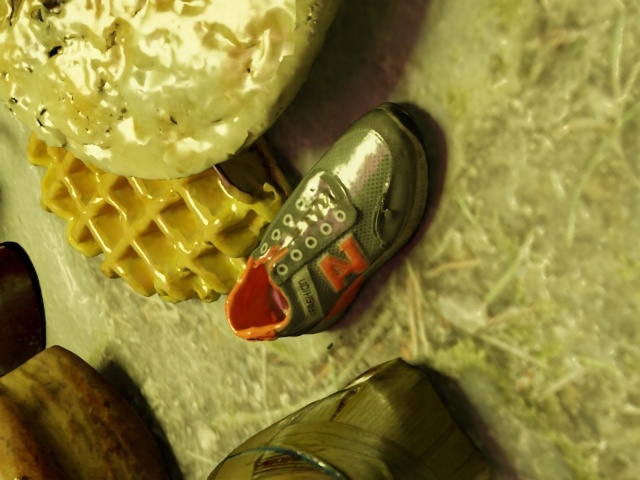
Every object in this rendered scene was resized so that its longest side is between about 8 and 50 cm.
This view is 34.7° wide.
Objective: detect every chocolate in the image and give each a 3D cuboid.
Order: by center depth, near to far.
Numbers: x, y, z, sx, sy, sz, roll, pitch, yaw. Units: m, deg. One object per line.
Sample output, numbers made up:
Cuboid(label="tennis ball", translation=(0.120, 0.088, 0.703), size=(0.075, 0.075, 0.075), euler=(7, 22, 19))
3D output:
Cuboid(label="chocolate", translation=(-0.333, 0.080, 0.994), size=(0.148, 0.080, 0.125), euler=(-29, 83, 44))

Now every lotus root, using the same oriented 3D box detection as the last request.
Cuboid(label="lotus root", translation=(-0.220, 0.248, 0.879), size=(0.193, 0.193, 0.291), euler=(-29, 87, 45))

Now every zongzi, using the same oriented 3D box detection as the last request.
Cuboid(label="zongzi", translation=(-0.053, 0.213, 0.626), size=(0.123, 0.289, 0.260), euler=(51, 133, 1))

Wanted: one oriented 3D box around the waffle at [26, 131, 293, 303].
Cuboid(label="waffle", translation=(-0.142, -0.089, 0.764), size=(0.309, 0.065, 0.283), euler=(19, 117, 37))

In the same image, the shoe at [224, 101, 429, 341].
Cuboid(label="shoe", translation=(0.000, -0.001, 0.647), size=(0.074, 0.077, 0.194), euler=(49, 132, 21))

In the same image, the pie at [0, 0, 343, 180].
Cuboid(label="pie", translation=(-0.108, -0.206, 0.633), size=(0.339, 0.077, 0.339), euler=(1, 93, 33))
